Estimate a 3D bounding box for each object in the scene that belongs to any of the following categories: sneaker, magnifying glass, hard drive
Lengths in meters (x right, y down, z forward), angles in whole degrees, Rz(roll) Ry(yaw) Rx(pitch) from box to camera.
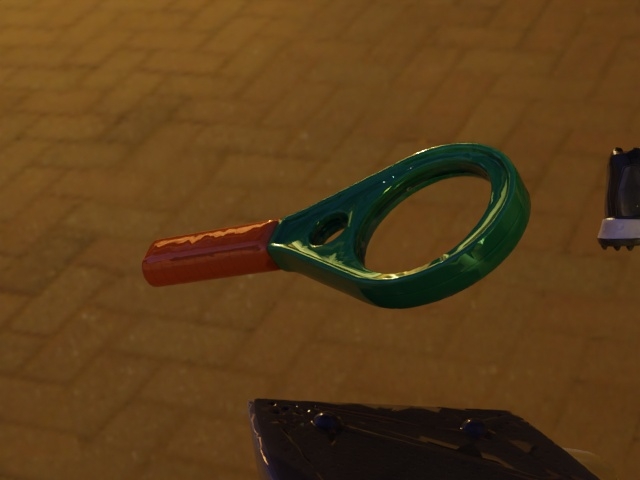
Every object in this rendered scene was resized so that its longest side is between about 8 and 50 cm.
[{"bbox_3d":[0.344,-0.055,1.214,0.234,0.106,0.078,-7,5,-33],"label":"sneaker"},{"bbox_3d":[0.000,0.000,0.671,0.231,0.026,0.092,-7,44,36],"label":"magnifying glass"},{"bbox_3d":[0.062,0.139,0.612,0.172,0.054,0.255,5,13,-16],"label":"hard drive"}]

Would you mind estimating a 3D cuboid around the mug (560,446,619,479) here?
[{"bbox_3d":[0.155,0.154,0.840,0.078,0.064,0.062,-30,56,22],"label":"mug"}]
